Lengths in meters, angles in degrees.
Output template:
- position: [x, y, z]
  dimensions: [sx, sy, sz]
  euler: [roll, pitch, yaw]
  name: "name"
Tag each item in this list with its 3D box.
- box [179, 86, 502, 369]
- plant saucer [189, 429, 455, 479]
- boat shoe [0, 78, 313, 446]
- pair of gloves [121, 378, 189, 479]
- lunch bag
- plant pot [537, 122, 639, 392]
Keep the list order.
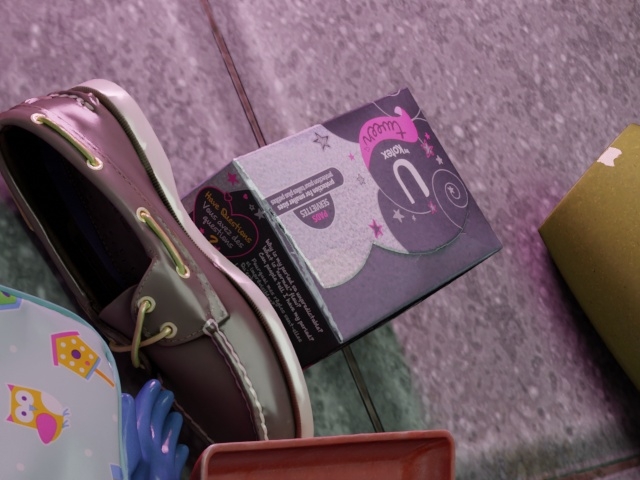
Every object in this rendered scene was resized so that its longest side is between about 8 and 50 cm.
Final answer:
- position: [0.000, 0.000, 1.527]
  dimensions: [0.247, 0.142, 0.163]
  euler: [-26, 85, -53]
  name: "box"
- position: [-0.006, 0.262, 1.343]
  dimensions: [0.258, 0.048, 0.259]
  euler: [3, 87, -48]
  name: "plant saucer"
- position: [-0.123, 0.033, 1.396]
  dimensions: [0.097, 0.116, 0.324]
  euler: [-21, 76, -47]
  name: "boat shoe"
- position: [-0.101, 0.194, 1.325]
  dimensions: [0.159, 0.023, 0.198]
  euler: [-80, 149, -50]
  name: "pair of gloves"
- position: [-0.234, 0.149, 1.192]
  dimensions: [0.224, 0.108, 0.279]
  euler: [19, 49, -32]
  name: "lunch bag"
- position: [0.358, 0.034, 1.827]
  dimensions: [0.293, 0.275, 0.275]
  euler: [42, 37, 6]
  name: "plant pot"
